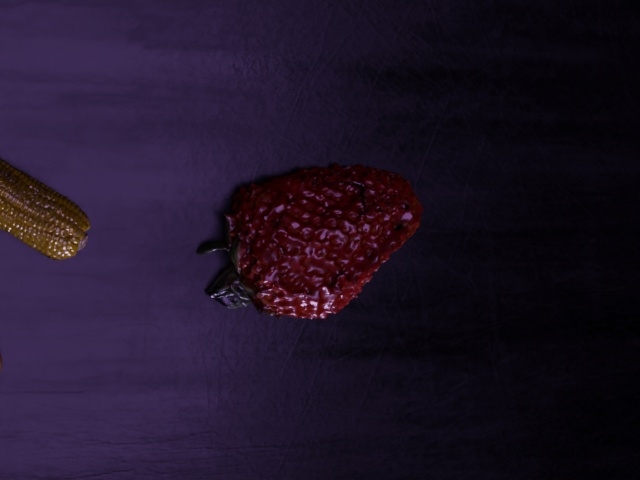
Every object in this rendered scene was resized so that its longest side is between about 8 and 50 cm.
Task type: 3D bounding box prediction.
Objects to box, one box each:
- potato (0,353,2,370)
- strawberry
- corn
[{"bbox_3d":[-0.403,0.137,1.457,0.083,0.062,0.068,10,77,3],"label":"potato"},{"bbox_3d":[0.000,0.000,1.540,0.286,0.106,0.188,-28,104,-13],"label":"strawberry"},{"bbox_3d":[-0.350,-0.048,1.446,0.203,0.072,0.072,32,86,-17],"label":"corn"}]
